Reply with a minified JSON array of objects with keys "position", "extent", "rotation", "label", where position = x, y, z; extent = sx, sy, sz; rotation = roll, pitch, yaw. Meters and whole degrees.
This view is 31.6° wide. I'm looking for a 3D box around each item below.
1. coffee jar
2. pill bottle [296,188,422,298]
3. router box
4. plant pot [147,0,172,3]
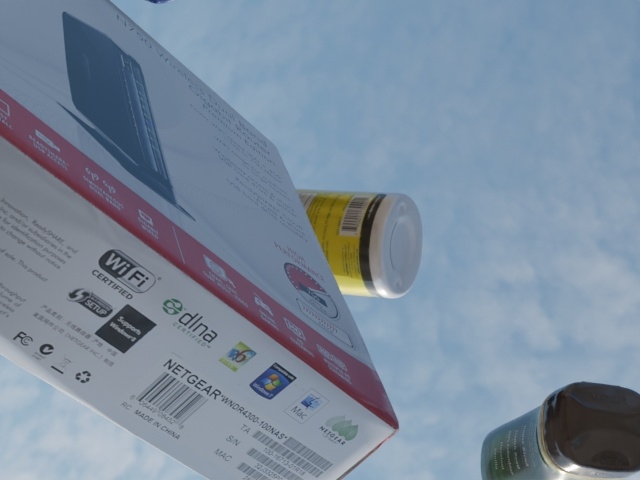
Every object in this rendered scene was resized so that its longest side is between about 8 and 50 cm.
[{"position":[0.216,0.184,1.000],"extent":[0.184,0.096,0.079],"rotation":[120,-25,-63],"label":"coffee jar"},{"position":[0.000,0.000,1.283],"extent":[0.209,0.119,0.119],"rotation":[4,-108,28],"label":"pill bottle"},{"position":[-0.132,-0.051,0.583],"extent":[0.082,0.335,0.301],"rotation":[-42,-146,13],"label":"router box"},{"position":[-0.204,-0.449,1.398],"extent":[0.236,0.236,0.212],"rotation":[27,-55,23],"label":"plant pot"}]
